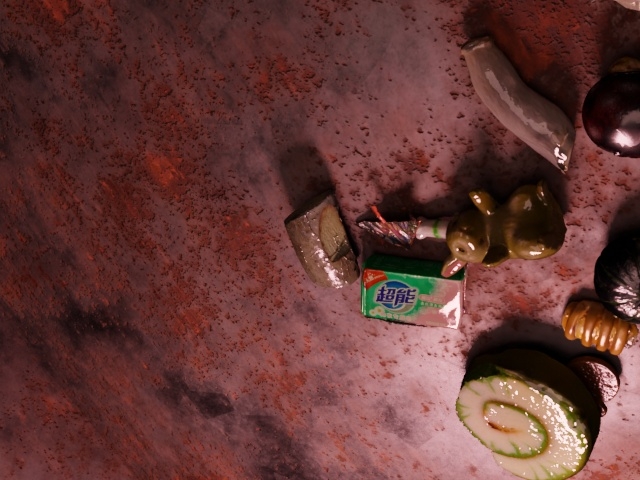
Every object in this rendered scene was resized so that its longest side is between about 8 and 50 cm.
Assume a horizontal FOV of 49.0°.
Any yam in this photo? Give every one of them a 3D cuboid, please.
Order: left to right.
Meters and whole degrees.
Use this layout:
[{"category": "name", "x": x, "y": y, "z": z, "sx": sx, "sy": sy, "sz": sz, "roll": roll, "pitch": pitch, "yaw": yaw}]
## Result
[{"category": "yam", "x": 0.000, "y": 0.000, "z": 1.834, "sx": 0.154, "sy": 0.154, "sz": 0.254, "roll": -7, "pitch": 121, "yaw": 26}]

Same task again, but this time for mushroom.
[{"category": "mushroom", "x": 0.425, "y": -0.291, "z": 1.504, "sx": 0.351, "sy": 0.097, "sz": 0.109, "roll": 45, "pitch": 125, "yaw": -5}]

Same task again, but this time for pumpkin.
[{"category": "pumpkin", "x": 0.725, "y": 0.086, "z": 1.569, "sx": 0.221, "sy": 0.162, "sz": 0.220, "roll": 7, "pitch": 121, "yaw": 13}]

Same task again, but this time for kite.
[{"category": "kite", "x": 0.183, "y": -0.030, "z": 1.777, "sx": 0.232, "sy": 0.009, "sz": 0.189, "roll": 2, "pitch": 146, "yaw": 47}]

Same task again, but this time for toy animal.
[{"category": "toy animal", "x": 0.379, "y": -0.015, "z": 1.636, "sx": 0.363, "sy": 0.180, "sz": 0.181, "roll": -11, "pitch": 75, "yaw": 22}]

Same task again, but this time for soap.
[{"category": "soap", "x": 0.246, "y": 0.128, "z": 1.837, "sx": 0.273, "sy": 0.098, "sz": 0.217, "roll": 7, "pitch": 116, "yaw": 16}]

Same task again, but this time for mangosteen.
[{"category": "mangosteen", "x": 0.624, "y": -0.278, "z": 1.386, "sx": 0.194, "sy": 0.194, "sz": 0.230, "roll": 12, "pitch": 99, "yaw": 16}]

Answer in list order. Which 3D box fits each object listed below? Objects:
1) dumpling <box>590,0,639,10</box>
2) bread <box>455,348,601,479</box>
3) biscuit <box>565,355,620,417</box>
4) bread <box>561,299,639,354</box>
[{"category": "dumpling", "x": 0.596, "y": -0.471, "z": 1.293, "sx": 0.169, "sy": 0.134, "sz": 0.100, "roll": 12, "pitch": 126, "yaw": 10}, {"category": "bread", "x": 0.546, "y": 0.467, "z": 1.872, "sx": 0.366, "sy": 0.129, "sz": 0.382, "roll": 16, "pitch": 126, "yaw": 28}, {"category": "biscuit", "x": 0.683, "y": 0.391, "z": 1.844, "sx": 0.180, "sy": 0.039, "sz": 0.236, "roll": 36, "pitch": 132, "yaw": 8}, {"category": "bread", "x": 0.680, "y": 0.213, "z": 1.717, "sx": 0.177, "sy": 0.084, "sz": 0.119, "roll": 14, "pitch": 124, "yaw": 20}]
